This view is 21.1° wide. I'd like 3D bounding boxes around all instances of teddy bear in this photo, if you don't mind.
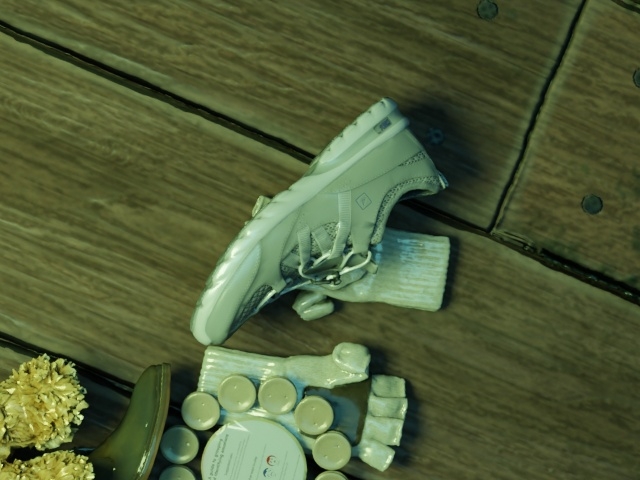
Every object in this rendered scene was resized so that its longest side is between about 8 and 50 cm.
[{"bbox_3d":[-0.359,0.204,1.501,0.338,0.113,0.245,5,84,7],"label":"teddy bear"}]

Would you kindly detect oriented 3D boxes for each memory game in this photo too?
[{"bbox_3d":[-0.061,0.212,1.592,0.186,0.012,0.186,0,101,2],"label":"memory game"}]

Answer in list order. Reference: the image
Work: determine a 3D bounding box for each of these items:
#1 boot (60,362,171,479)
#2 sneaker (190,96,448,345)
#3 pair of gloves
[{"bbox_3d":[-0.209,0.205,1.563,0.106,0.082,0.219,18,89,-8],"label":"boot"},{"bbox_3d":[0.000,0.000,1.538,0.115,0.105,0.281,45,82,-2],"label":"sneaker"},{"bbox_3d":[0.004,0.081,1.608,0.204,0.042,0.240,17,86,-5],"label":"pair of gloves"}]
